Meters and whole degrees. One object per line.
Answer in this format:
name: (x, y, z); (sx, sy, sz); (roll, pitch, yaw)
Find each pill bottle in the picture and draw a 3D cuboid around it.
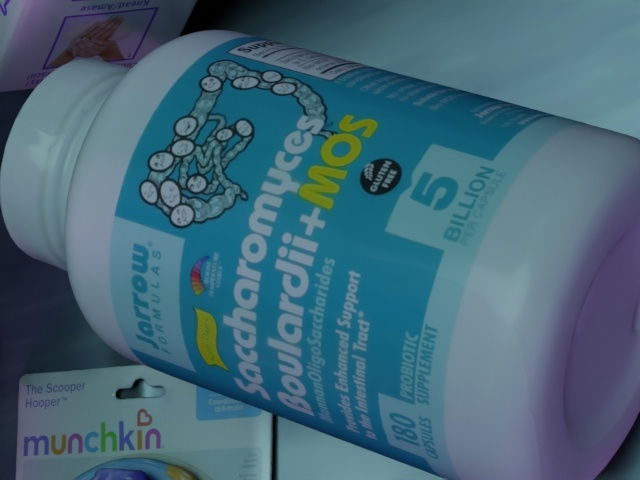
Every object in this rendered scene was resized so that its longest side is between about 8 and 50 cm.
pill bottle: (0.000, 0.000, 0.776); (0.264, 0.146, 0.146); (17, 87, 29)

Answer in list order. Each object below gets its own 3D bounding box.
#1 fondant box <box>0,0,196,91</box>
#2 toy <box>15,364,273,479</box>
fondant box: (-0.102, -0.252, 0.811); (0.238, 0.096, 0.330); (65, 148, 22)
toy: (-0.093, 0.168, 0.838); (0.137, 0.056, 0.237); (-6, 77, 25)
